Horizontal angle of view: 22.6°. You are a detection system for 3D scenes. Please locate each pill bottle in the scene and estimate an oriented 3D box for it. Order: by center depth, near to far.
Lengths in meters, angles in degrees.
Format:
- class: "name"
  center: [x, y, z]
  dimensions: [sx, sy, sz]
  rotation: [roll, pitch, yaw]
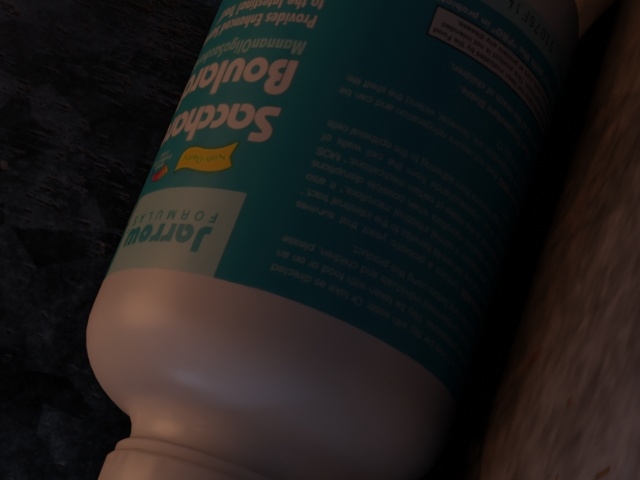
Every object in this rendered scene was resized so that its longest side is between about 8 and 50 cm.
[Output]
- class: "pill bottle"
  center: [0.000, 0.000, 0.631]
  dimensions: [0.146, 0.146, 0.264]
  rotation: [122, 169, -69]
